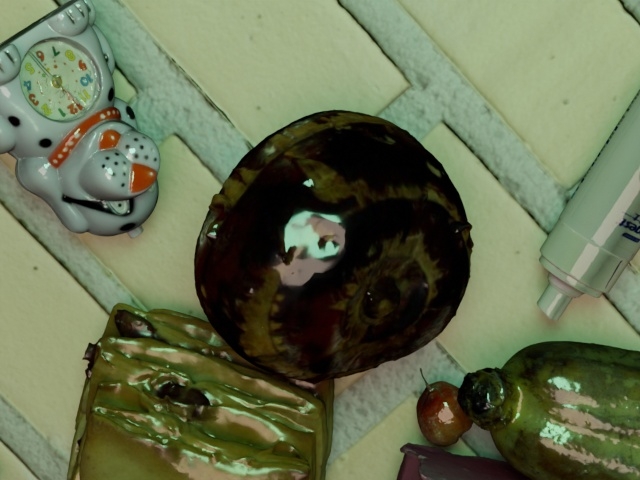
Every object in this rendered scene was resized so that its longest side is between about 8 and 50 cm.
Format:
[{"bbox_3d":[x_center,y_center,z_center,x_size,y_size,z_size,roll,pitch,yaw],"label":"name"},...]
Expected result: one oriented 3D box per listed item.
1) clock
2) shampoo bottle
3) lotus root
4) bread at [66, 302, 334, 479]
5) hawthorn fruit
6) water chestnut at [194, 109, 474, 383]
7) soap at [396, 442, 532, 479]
[{"bbox_3d":[-0.261,-0.108,1.175,0.189,0.189,0.254,-30,104,12],"label":"clock"},{"bbox_3d":[0.317,-0.048,1.159,0.092,0.092,0.303,30,103,-2],"label":"shampoo bottle"},{"bbox_3d":[0.298,0.192,1.188,0.309,0.173,0.173,16,104,0],"label":"lotus root"},{"bbox_3d":[-0.147,0.285,1.237,0.314,0.191,0.370,14,106,2],"label":"bread"},{"bbox_3d":[0.129,0.182,1.242,0.067,0.067,0.103,-32,111,12],"label":"hawthorn fruit"},{"bbox_3d":[0.000,0.000,1.142,0.300,0.300,0.300,1,103,6],"label":"water chestnut"},{"bbox_3d":[0.160,0.428,1.240,0.233,0.128,0.359,14,99,-10],"label":"soap"}]
